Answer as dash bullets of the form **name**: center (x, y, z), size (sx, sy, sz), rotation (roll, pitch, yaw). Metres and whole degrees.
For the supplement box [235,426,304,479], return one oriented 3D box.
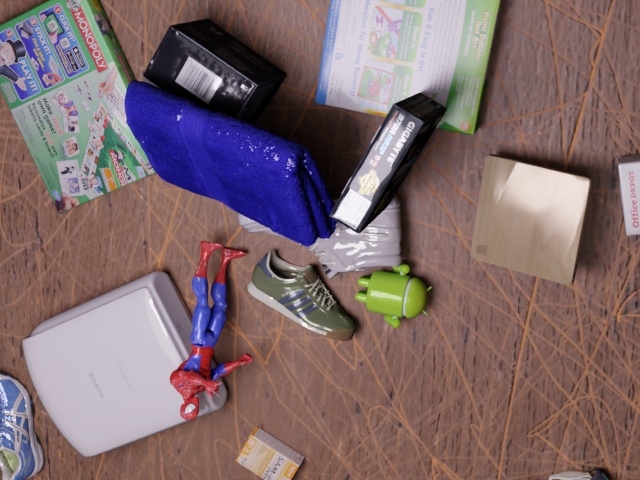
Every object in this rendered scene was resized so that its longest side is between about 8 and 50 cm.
- **supplement box**: center (-0.085, 0.370, 1.901), size (0.098, 0.036, 0.062), rotation (31, 112, 6)

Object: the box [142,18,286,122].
- **box**: center (-0.155, -0.248, 1.681), size (0.156, 0.158, 0.093), rotation (35, 111, 4)

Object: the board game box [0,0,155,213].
- **board game box**: center (-0.398, -0.226, 1.819), size (0.213, 0.046, 0.317), rotation (-20, 99, 20)

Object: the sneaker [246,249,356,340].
- **sneaker**: center (-0.023, 0.083, 1.786), size (0.192, 0.064, 0.086), rotation (27, 116, 11)

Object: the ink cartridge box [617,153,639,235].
- **ink cartridge box**: center (0.502, -0.070, 1.591), size (0.150, 0.063, 0.109), rotation (-6, 103, 17)

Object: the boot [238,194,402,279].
- **boot**: center (0.000, 0.000, 1.734), size (0.258, 0.095, 0.123), rotation (-5, 92, 16)

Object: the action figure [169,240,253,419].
- **action figure**: center (-0.156, 0.149, 1.758), size (0.139, 0.091, 0.280), rotation (8, 82, 40)

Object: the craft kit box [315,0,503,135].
- **craft kit box**: center (0.132, -0.301, 1.640), size (0.246, 0.061, 0.250), rotation (15, 109, 15)

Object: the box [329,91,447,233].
- **box**: center (0.097, -0.112, 1.553), size (0.051, 0.220, 0.175), rotation (32, 107, 6)

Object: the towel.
- **towel**: center (-0.133, -0.104, 1.616), size (0.308, 0.228, 0.076), rotation (22, 70, 26)

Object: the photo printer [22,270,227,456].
- **photo printer**: center (-0.344, 0.218, 1.896), size (0.307, 0.107, 0.256), rotation (-22, 98, 21)

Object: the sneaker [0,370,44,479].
- **sneaker**: center (-0.556, 0.334, 2.005), size (0.080, 0.081, 0.211), rotation (-15, 99, 21)

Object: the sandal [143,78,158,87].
- **sandal**: center (-0.178, -0.172, 1.774), size (0.254, 0.054, 0.097), rotation (40, 120, -8)

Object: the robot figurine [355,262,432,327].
- **robot figurine**: center (0.114, 0.084, 1.746), size (0.115, 0.067, 0.101), rotation (10, 96, 13)

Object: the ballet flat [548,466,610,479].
- **ballet flat**: center (0.359, 0.404, 1.765), size (0.203, 0.074, 0.074), rotation (-21, 99, 14)

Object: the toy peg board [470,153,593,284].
- **toy peg board**: center (0.320, -0.037, 1.658), size (0.160, 0.079, 0.161), rotation (16, 109, 28)
